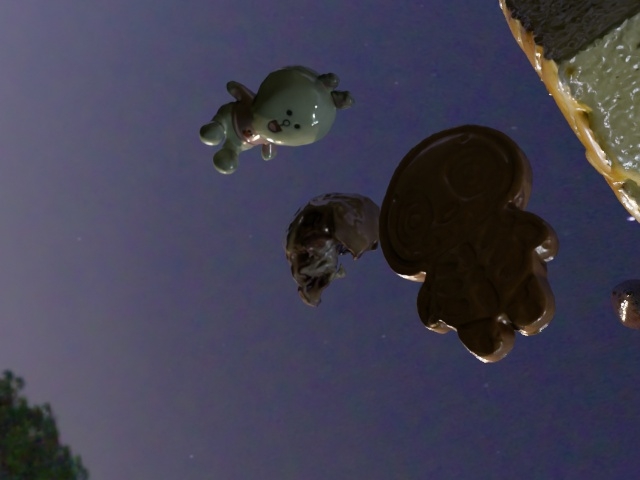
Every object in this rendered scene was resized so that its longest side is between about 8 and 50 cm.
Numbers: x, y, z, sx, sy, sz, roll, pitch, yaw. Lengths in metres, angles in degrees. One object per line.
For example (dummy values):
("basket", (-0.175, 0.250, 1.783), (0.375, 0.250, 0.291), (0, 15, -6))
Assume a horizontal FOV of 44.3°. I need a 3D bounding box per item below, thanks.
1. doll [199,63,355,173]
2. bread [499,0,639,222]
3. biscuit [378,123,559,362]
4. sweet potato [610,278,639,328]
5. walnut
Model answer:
("doll", (-0.074, -0.215, 1.304), (0.275, 0.113, 0.155), (-22, -61, 22))
("bread", (0.161, -0.098, 0.444), (0.068, 0.125, 0.188), (-33, -153, 21))
("biscuit", (0.155, -0.006, 0.861), (0.202, 0.044, 0.288), (-37, -134, 28))
("sweet potato", (0.302, 0.059, 0.751), (0.049, 0.117, 0.049), (-6, -104, 27))
("walnut", (0.003, -0.010, 1.464), (0.238, 0.141, 0.204), (-49, -160, 34))
